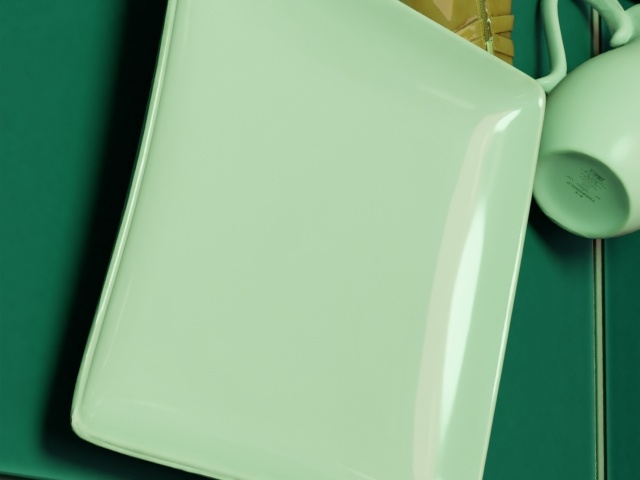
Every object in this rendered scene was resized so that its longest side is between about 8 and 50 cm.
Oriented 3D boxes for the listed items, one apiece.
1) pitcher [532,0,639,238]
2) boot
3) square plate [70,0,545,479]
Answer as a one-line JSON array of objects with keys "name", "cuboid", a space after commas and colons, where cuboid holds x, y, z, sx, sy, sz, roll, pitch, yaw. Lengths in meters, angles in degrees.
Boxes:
[{"name": "pitcher", "cuboid": [0.219, -0.110, 1.432, 0.178, 0.125, 0.207, 35, 50, 4]}, {"name": "boot", "cuboid": [0.123, -0.184, 1.376, 0.197, 0.073, 0.152, -20, 94, -34]}, {"name": "square plate", "cuboid": [0.000, 0.000, 1.197, 0.344, 0.049, 0.347, 24, 70, -39]}]
